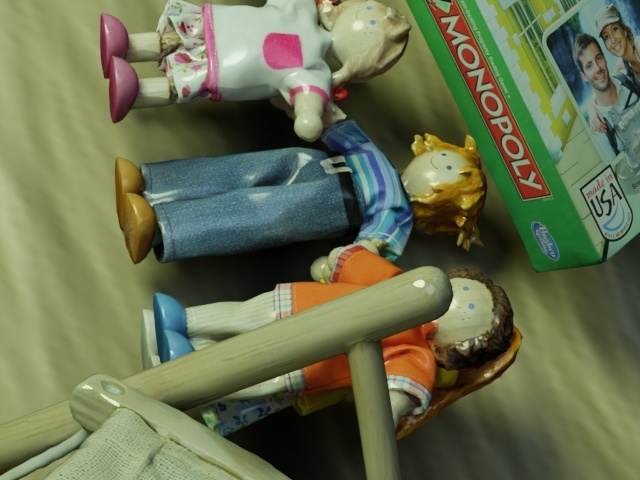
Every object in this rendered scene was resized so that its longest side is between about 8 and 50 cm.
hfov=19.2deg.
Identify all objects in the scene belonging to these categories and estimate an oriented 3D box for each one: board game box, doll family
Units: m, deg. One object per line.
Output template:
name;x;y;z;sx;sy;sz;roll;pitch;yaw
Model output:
board game box;0.163;-0.155;0.879;0.317;0.046;0.213;-37;107;-34
doll family;0.000;0.000;0.809;0.163;0.118;0.263;-6;49;-11

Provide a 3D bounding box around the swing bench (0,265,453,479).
swing bench;-0.104;0.118;0.584;0.255;0.253;0.165;-3;104;21
